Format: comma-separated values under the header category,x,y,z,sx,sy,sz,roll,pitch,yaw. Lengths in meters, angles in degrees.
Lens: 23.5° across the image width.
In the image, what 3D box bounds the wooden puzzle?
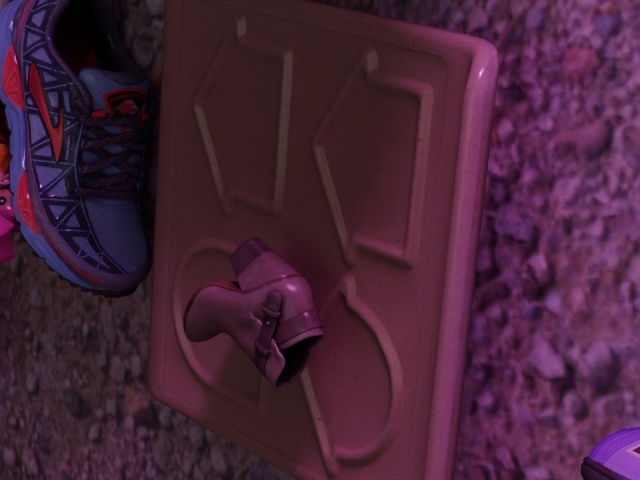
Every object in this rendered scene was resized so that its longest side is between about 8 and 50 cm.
category,x,y,z,sx,sy,sz,roll,pitch,yaw
wooden puzzle,0.000,0.000,1.029,0.348,0.080,0.322,24,115,49

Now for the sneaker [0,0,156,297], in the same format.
category,x,y,z,sx,sy,sz,roll,pitch,yaw
sneaker,-0.182,-0.086,1.192,0.125,0.104,0.262,-26,78,46

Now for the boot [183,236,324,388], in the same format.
category,x,y,z,sx,sy,sz,roll,pitch,yaw
boot,-0.044,0.059,0.997,0.087,0.042,0.118,58,138,25

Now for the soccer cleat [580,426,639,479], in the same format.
category,x,y,z,sx,sy,sz,roll,pitch,yaw
soccer cleat,0.267,0.114,0.742,0.318,0.109,0.116,6,80,51

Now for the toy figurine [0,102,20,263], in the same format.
category,x,y,z,sx,sy,sz,roll,pitch,yaw
toy figurine,-0.278,-0.048,1.244,0.130,0.173,0.159,-38,65,40
